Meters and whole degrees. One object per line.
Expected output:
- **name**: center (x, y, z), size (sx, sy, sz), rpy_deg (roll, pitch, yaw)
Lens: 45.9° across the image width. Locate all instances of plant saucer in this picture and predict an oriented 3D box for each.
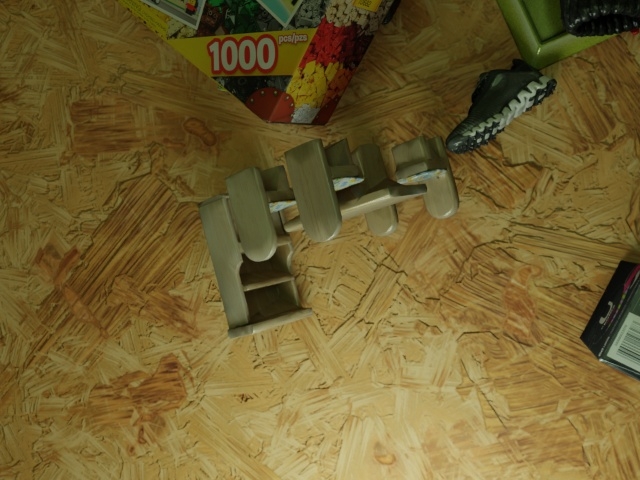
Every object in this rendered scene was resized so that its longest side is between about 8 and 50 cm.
- **plant saucer**: center (0.428, -0.428, 1.356), size (0.188, 0.045, 0.188), rpy_deg (-24, 85, 11)

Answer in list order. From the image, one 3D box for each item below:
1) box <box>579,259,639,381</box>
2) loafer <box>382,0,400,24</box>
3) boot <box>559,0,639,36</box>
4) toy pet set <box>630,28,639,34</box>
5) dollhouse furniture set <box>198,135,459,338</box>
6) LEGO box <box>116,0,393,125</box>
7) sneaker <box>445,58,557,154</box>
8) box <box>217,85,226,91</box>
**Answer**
- **box**: center (0.531, 0.136, 1.214), size (0.143, 0.270, 0.165), rpy_deg (28, 95, 12)
- **loafer**: center (0.069, -0.500, 1.428), size (0.220, 0.080, 0.078), rpy_deg (43, 82, 9)
- **boot**: center (0.547, -0.493, 1.261), size (0.348, 0.131, 0.260), rpy_deg (-15, 78, 6)
- **toy pet set**: center (0.630, -0.378, 1.316), size (0.122, 0.065, 0.114), rpy_deg (-52, 45, 5)
- **dollhouse furniture set**: center (0.000, 0.000, 1.304), size (0.394, 0.362, 0.256), rpy_deg (-17, 86, 38)
- **LEGO box**: center (-0.124, -0.488, 1.309), size (0.500, 0.193, 0.372), rpy_deg (40, 116, 22)
- **sneaker**: center (0.303, -0.246, 1.356), size (0.234, 0.078, 0.106), rpy_deg (-36, 71, -9)
- **box**: center (-0.109, -0.297, 1.468), size (0.169, 0.059, 0.054), rpy_deg (15, 95, 13)
